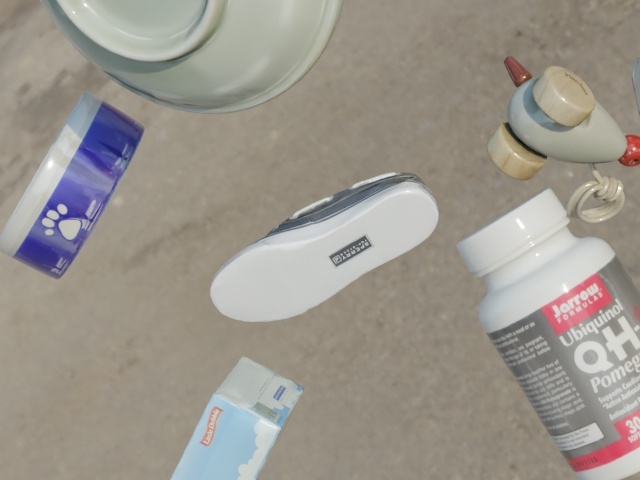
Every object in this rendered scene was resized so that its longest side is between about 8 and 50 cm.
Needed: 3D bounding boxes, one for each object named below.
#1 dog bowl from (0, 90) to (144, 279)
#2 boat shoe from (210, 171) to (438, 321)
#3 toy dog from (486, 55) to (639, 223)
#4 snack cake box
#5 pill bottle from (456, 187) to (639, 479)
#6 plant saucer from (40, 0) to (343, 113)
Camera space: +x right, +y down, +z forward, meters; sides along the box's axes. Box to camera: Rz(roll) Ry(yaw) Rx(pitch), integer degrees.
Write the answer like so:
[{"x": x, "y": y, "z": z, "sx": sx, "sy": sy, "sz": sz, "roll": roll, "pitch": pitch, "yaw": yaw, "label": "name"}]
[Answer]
[{"x": -0.364, "y": -0.079, "z": 1.850, "sx": 0.265, "sy": 0.104, "sz": 0.265, "roll": -55, "pitch": 14, "yaw": 21, "label": "dog bowl"}, {"x": 0.000, "y": 0.000, "z": 1.589, "sx": 0.301, "sy": 0.108, "sz": 0.102, "roll": -29, "pitch": 26, "yaw": 6, "label": "boat shoe"}, {"x": 0.362, "y": -0.172, "z": 1.759, "sx": 0.220, "sy": 0.333, "sz": 0.161, "roll": -33, "pitch": 56, "yaw": 26, "label": "toy dog"}, {"x": -0.124, "y": 0.284, "z": 1.488, "sx": 0.264, "sy": 0.089, "sz": 0.152, "roll": -64, "pitch": -3, "yaw": 15, "label": "snack cake box"}, {"x": 0.293, "y": 0.106, "z": 1.470, "sx": 0.176, "sy": 0.319, "sz": 0.176, "roll": -32, "pitch": -2, "yaw": -1, "label": "pill bottle"}, {"x": -0.172, "y": -0.295, "z": 1.272, "sx": 0.400, "sy": 0.400, "sz": 0.100, "roll": -17, "pitch": 20, "yaw": 37, "label": "plant saucer"}]
